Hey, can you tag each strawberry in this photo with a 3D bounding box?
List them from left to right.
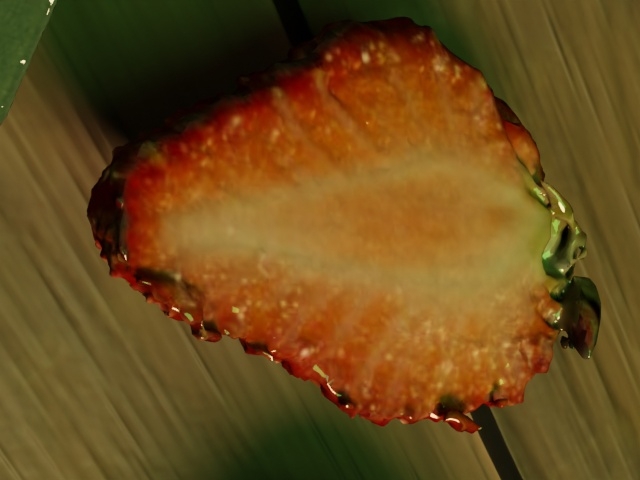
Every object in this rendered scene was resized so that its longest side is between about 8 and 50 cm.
[{"bbox_3d":[0.001,-0.007,0.727,0.236,0.107,0.175,28,64,-29],"label":"strawberry"}]

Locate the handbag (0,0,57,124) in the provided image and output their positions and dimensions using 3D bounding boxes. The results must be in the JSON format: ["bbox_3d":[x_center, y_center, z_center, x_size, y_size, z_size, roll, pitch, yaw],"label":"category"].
[{"bbox_3d":[-0.175,-0.158,0.528,0.247,0.079,0.260,13,126,-33],"label":"handbag"}]
